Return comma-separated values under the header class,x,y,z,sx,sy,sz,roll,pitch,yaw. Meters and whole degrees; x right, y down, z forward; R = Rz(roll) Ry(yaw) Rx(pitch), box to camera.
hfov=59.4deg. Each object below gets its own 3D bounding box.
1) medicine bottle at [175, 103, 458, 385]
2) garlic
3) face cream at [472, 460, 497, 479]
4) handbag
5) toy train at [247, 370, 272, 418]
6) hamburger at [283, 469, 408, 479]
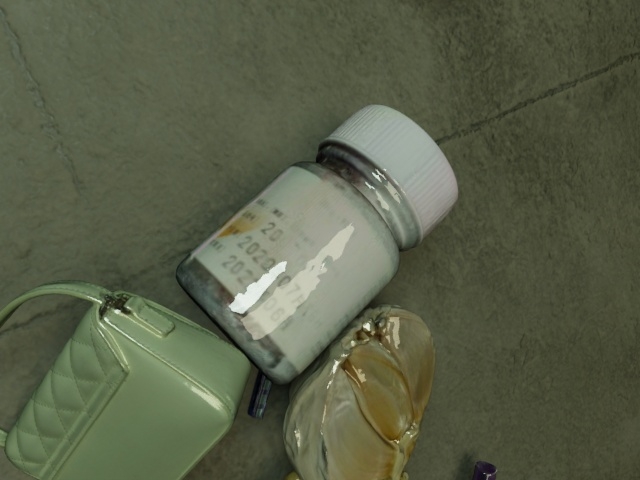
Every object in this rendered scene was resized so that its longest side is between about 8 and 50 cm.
class,x,y,z,sx,sy,sz,roll,pitch,yaw
medicine bottle,0.000,0.000,0.585,0.273,0.165,0.165,-45,113,-15
garlic,0.033,0.166,0.636,0.229,0.142,0.178,-37,116,-36
face cream,0.209,0.453,0.801,0.078,0.078,0.274,9,94,-27
handbag,-0.204,0.140,0.503,0.219,0.079,0.256,36,118,-10
toy train,-0.066,0.167,0.659,0.017,0.017,0.083,15,90,-28
hamburger,0.001,0.326,0.673,0.207,0.135,0.156,-8,86,-10
